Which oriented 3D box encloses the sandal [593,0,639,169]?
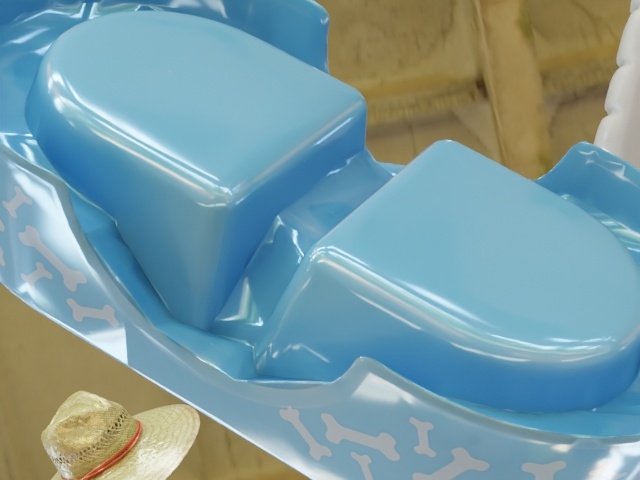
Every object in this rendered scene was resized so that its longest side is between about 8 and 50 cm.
[{"bbox_3d":[0.182,-0.038,0.779,0.102,0.169,0.416,16,-68,10],"label":"sandal"}]

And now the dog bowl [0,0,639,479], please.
[{"bbox_3d":[0.000,0.000,0.569,0.297,0.166,0.074,29,-52,17],"label":"dog bowl"}]

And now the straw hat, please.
[{"bbox_3d":[-0.161,0.139,1.150,0.144,0.144,0.061,-28,-70,14],"label":"straw hat"}]
